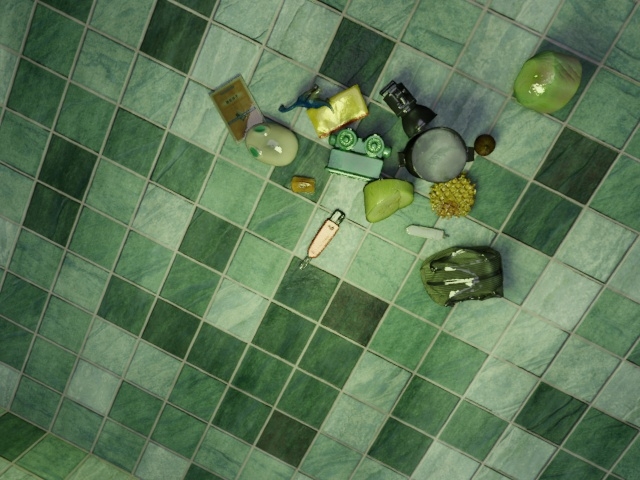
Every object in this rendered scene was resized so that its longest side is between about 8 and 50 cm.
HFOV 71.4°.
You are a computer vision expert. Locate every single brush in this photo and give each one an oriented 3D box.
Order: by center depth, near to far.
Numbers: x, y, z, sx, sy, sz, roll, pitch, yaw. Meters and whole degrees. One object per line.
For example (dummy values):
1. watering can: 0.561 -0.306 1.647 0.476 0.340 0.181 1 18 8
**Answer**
1. brush: 0.000 0.000 1.983 0.070 0.051 0.323 36 100 -8

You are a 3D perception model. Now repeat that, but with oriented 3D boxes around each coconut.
1. coconut: 0.867 -0.600 1.682 0.236 0.205 0.235 2 85 -18

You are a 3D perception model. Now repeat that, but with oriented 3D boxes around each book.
1. book: -0.354 -0.563 1.929 0.170 0.018 0.241 -28 97 11

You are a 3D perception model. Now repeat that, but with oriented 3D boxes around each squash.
1. squash: 0.284 -0.166 1.818 0.221 0.220 0.133 -9 67 8

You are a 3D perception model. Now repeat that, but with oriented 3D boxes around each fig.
1. fig: 0.664 -0.381 1.787 0.089 0.125 0.088 2 105 9

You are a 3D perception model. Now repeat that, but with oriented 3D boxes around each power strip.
1. power strip: 0.462 -0.034 1.927 0.191 0.030 0.047 11 101 5

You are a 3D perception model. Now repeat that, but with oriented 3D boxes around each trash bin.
1. trash bin: 0.438 -0.330 1.736 0.252 0.301 0.202 -4 100 4

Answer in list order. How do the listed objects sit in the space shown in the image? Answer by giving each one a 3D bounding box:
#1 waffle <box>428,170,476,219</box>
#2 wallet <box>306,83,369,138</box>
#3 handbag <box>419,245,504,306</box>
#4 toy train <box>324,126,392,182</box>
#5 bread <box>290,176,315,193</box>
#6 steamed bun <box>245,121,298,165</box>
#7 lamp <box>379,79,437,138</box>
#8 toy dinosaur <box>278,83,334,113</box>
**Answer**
1. waffle: 0.554 -0.183 1.860 0.193 0.070 0.197 -11 103 4
2. wallet: 0.074 -0.535 1.864 0.241 0.067 0.141 -23 102 15
3. handbag: 0.596 0.152 1.844 0.341 0.240 0.247 -12 95 10
4. toy train: 0.154 -0.358 1.844 0.266 0.145 0.201 14 105 4
5. bread: -0.077 -0.240 1.941 0.106 0.053 0.072 6 105 0
6. steamed bun: -0.210 -0.406 1.879 0.228 0.130 0.177 23 108 -3
7. lamp: 0.337 -0.537 1.775 0.147 0.172 0.227 -42 95 14
8. toy dinosaur: -0.057 -0.546 1.825 0.188 0.075 0.247 -42 54 8
